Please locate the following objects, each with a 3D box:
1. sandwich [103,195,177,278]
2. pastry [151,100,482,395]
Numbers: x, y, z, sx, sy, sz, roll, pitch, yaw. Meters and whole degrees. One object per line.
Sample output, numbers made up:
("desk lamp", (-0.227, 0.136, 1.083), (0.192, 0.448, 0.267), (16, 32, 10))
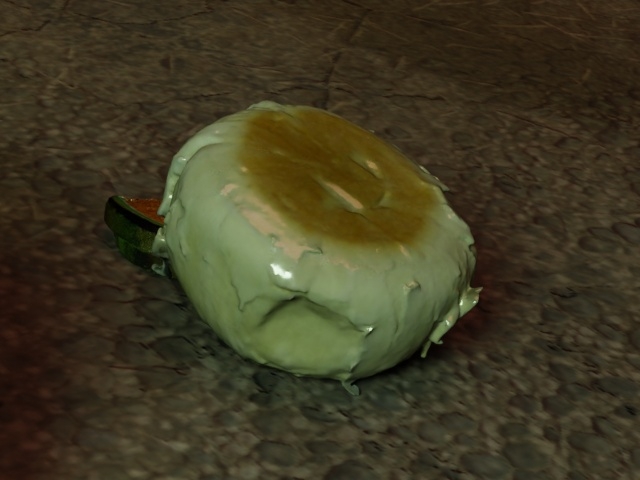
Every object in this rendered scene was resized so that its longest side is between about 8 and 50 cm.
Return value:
("sandwich", (-0.061, 0.000, 0.964), (0.101, 0.026, 0.069), (4, 22, -22))
("pastry", (0.000, 0.000, 0.891), (0.166, 0.088, 0.165), (15, 39, -13))
